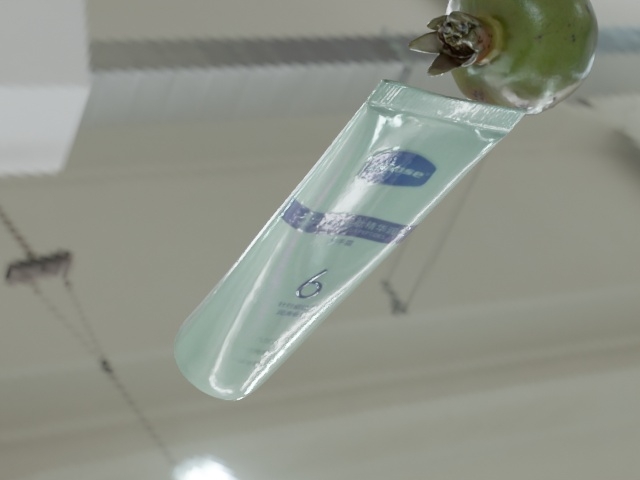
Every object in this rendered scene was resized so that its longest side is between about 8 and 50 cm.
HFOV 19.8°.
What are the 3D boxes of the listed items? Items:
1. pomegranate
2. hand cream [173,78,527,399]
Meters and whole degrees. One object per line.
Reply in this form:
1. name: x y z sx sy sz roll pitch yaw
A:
1. pomegranate: 0.149 -0.154 1.463 0.129 0.129 0.159 34 -131 14
2. hand cream: 0.000 0.000 1.207 0.109 0.320 0.067 9 -131 -32
